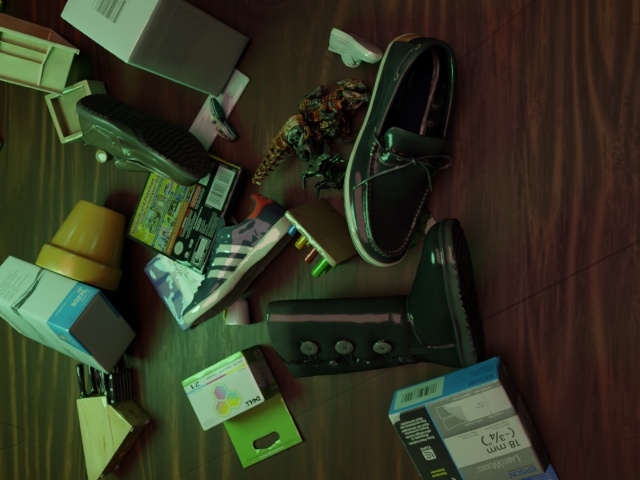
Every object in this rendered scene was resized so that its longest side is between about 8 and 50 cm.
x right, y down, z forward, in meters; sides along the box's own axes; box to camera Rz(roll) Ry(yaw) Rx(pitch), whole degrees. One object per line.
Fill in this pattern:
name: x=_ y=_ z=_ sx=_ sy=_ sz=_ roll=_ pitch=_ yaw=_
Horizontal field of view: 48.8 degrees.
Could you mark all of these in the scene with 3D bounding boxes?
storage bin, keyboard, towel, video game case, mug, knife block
storage bin: x=-0.770 y=-0.476 z=1.731 sx=0.262 sy=0.260 sz=0.123 roll=39 pitch=112 yaw=47
keyboard: x=-0.264 y=-0.305 z=1.735 sx=0.072 sy=0.014 sz=0.256 roll=36 pitch=103 yaw=10
towel: x=-0.289 y=0.066 z=1.745 sx=0.285 sy=0.034 sz=0.209 roll=-38 pitch=79 yaw=17
video game case: x=-0.330 y=-0.089 z=1.723 sx=0.248 sy=0.035 sz=0.275 roll=24 pitch=96 yaw=22
mug: x=-0.206 y=0.172 z=1.706 sx=0.078 sy=0.062 sz=0.064 roll=0 pitch=84 yaw=13
knife block: x=-0.577 y=0.442 z=1.835 sx=0.242 sy=0.088 sz=0.276 roll=38 pitch=104 yaw=16

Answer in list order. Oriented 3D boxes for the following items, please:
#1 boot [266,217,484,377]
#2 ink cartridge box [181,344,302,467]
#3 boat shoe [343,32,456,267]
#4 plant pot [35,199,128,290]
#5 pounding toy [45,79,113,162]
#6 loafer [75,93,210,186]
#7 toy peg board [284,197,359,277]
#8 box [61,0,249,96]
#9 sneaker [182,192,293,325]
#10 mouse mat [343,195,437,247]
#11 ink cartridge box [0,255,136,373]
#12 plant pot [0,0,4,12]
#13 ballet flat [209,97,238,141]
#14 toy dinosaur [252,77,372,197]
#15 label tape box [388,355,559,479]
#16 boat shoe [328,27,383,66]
boot: x=0.096 y=0.135 z=1.490 sx=0.445 sy=0.146 sz=0.367 roll=-3 pitch=121 yaw=22
ink cartridge box: x=-0.186 y=0.406 z=1.686 sx=0.188 sy=0.097 sz=0.255 roll=-30 pitch=81 yaw=18
boat shoe: x=0.173 y=-0.188 z=1.472 sx=0.186 sy=0.156 sz=0.500 roll=11 pitch=93 yaw=-24
plant pot: x=-0.578 y=0.006 z=1.773 sx=0.205 sy=0.205 sz=0.188 roll=17 pitch=83 yaw=19
pounding toy: x=-0.571 y=-0.300 z=1.808 sx=0.181 sy=0.094 sz=0.206 roll=-17 pitch=95 yaw=15
loafer: x=-0.422 y=-0.223 z=1.690 sx=0.366 sy=0.134 sz=0.130 roll=31 pitch=130 yaw=15
toy peg board: x=0.000 y=0.000 z=1.578 sx=0.160 sy=0.161 sz=0.079 roll=46 pitch=120 yaw=13
box: x=-0.354 y=-0.474 z=1.575 sx=0.215 sy=0.345 sz=0.168 roll=36 pitch=102 yaw=19
sneaker: x=-0.215 y=0.038 z=1.632 sx=0.148 sy=0.131 sz=0.350 roll=44 pitch=91 yaw=10
mouse mat: x=0.157 y=-0.064 z=1.593 sx=0.152 sy=0.007 sz=0.190 roll=-36 pitch=79 yaw=18
ink cartridge box: x=-0.649 y=0.184 z=1.754 sx=0.307 sy=0.223 sz=0.129 roll=17 pitch=60 yaw=24
plant pot: x=-1.008 y=-0.628 z=1.889 sx=0.227 sy=0.207 sz=0.228 roll=38 pitch=104 yaw=15
ballet flat: x=-0.244 y=-0.287 z=1.704 sx=0.041 sy=0.041 sz=0.114 roll=-29 pitch=97 yaw=19
toy dinosaur: x=-0.011 y=-0.224 z=1.599 sx=0.322 sy=0.164 sz=0.218 roll=-44 pitch=62 yaw=34
label tape box: x=0.324 y=0.434 z=1.447 sx=0.240 sy=0.106 sz=0.334 roll=-24 pitch=101 yaw=20
boat shoe: x=0.070 y=-0.414 z=1.550 sx=0.184 sy=0.066 sz=0.063 roll=42 pitch=121 yaw=43
